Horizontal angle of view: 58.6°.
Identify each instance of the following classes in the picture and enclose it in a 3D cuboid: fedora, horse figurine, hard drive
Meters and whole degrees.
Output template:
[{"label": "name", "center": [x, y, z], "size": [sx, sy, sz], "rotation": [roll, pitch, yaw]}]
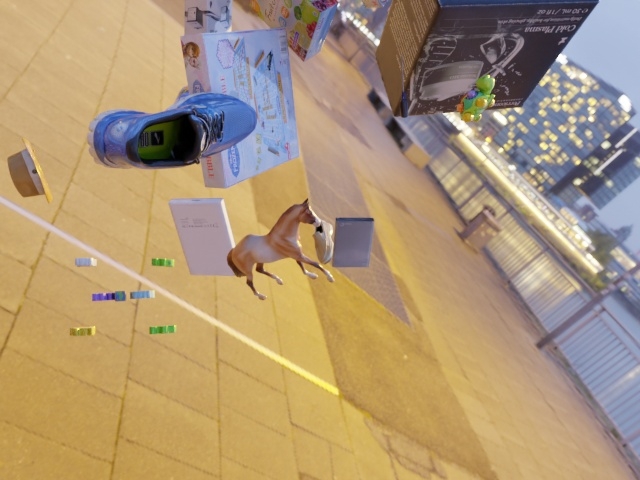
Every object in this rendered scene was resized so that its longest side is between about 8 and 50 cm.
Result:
[{"label": "fedora", "center": [-0.818, -0.185, 1.591], "size": [0.194, 0.079, 0.194], "rotation": [51, -26, 37]}, {"label": "horse figurine", "center": [-0.094, 0.031, 1.127], "size": [0.174, 0.263, 0.066], "rotation": [55, 35, -30]}, {"label": "hard drive", "center": [-0.427, -0.009, 2.132], "size": [0.040, 0.210, 0.319], "rotation": [-68, 154, -55]}, {"label": "hard drive", "center": [0.079, 0.005, 1.406], "size": [0.094, 0.135, 0.022], "rotation": [0, 32, -6]}]

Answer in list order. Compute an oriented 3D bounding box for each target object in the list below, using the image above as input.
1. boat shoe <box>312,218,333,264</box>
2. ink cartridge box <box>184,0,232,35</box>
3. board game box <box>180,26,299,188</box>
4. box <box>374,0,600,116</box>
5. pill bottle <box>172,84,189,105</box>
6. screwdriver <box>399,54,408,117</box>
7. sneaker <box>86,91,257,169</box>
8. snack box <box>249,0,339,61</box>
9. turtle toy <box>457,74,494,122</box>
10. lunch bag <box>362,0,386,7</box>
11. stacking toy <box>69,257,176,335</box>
[{"label": "boat shoe", "center": [0.000, 0.000, 1.927], "size": [0.072, 0.068, 0.190], "rotation": [40, 28, -30]}, {"label": "ink cartridge box", "center": [-0.317, -0.636, 1.618], "size": [0.082, 0.191, 0.139], "rotation": [11, 22, 18]}, {"label": "board game box", "center": [-0.168, -0.313, 1.305], "size": [0.065, 0.319, 0.318], "rotation": [5, 22, 28]}, {"label": "box", "center": [0.469, -0.647, 1.743], "size": [0.472, 0.479, 0.298], "rotation": [110, -29, -66]}, {"label": "pill bottle", "center": [-0.522, -0.476, 2.247], "size": [0.152, 0.152, 0.272], "rotation": [35, 43, -28]}, {"label": "screwdriver", "center": [0.233, -0.428, 1.592], "size": [0.025, 0.170, 0.024], "rotation": [-13, 16, -43]}, {"label": "sneaker", "center": [-0.232, -0.184, 1.021], "size": [0.147, 0.130, 0.330], "rotation": [21, 33, 36]}, {"label": "snack box", "center": [-0.069, -0.564, 1.364], "size": [0.207, 0.070, 0.174], "rotation": [48, -26, 7]}, {"label": "turtle toy", "center": [0.401, -0.360, 1.463], "size": [0.066, 0.130, 0.095], "rotation": [47, 31, 14]}, {"label": "lunch bag", "center": [0.142, -0.683, 1.556], "size": [0.071, 0.053, 0.083], "rotation": [20, -21, 48]}, {"label": "stacking toy", "center": [-0.430, 0.122, 1.250], "size": [0.221, 0.167, 0.052], "rotation": [0, -5, -14]}]
